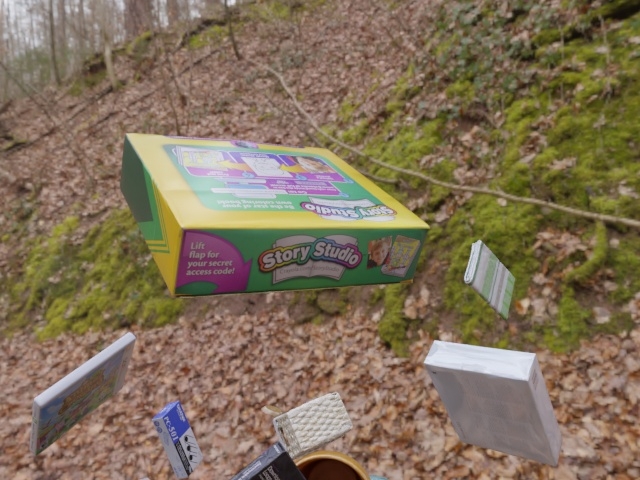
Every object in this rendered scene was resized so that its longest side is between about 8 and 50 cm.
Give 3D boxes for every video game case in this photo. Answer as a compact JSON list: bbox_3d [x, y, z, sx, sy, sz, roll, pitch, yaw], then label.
[{"bbox_3d":[-0.453,0.292,1.062,0.023,0.193,0.212,38,40,12],"label":"video game case"}]

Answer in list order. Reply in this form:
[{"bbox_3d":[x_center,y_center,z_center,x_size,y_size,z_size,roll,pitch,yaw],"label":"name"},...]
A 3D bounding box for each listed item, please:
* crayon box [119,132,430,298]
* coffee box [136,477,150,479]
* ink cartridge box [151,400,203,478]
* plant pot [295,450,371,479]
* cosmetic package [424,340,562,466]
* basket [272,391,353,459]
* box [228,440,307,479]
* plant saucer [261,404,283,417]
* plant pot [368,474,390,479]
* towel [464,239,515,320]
[{"bbox_3d":[-0.078,-0.048,0.822,0.362,0.106,0.313,-1,30,-31],"label":"crayon box"},{"bbox_3d":[-0.488,0.680,1.353,0.141,0.098,0.246,22,0,32],"label":"coffee box"},{"bbox_3d":[-0.437,0.611,1.704,0.046,0.207,0.097,-17,8,21],"label":"ink cartridge box"},{"bbox_3d":[0.019,0.542,1.178,0.205,0.205,0.188,-3,-9,6],"label":"plant pot"},{"bbox_3d":[0.482,0.449,1.536,0.284,0.377,0.097,-1,40,37],"label":"cosmetic package"},{"bbox_3d":[-0.016,0.461,1.392,0.167,0.113,0.103,-14,-23,-30],"label":"basket"},{"bbox_3d":[-0.102,0.395,0.849,0.162,0.116,0.029,-36,38,-15],"label":"box"},{"bbox_3d":[-0.169,0.605,1.972,0.083,0.015,0.083,19,-1,0],"label":"plant saucer"},{"bbox_3d":[0.148,0.904,1.799,0.293,0.293,0.235,-8,-34,-49],"label":"plant pot"},{"bbox_3d":[0.363,0.086,1.187,0.023,0.113,0.152,-14,-48,47],"label":"towel"}]
